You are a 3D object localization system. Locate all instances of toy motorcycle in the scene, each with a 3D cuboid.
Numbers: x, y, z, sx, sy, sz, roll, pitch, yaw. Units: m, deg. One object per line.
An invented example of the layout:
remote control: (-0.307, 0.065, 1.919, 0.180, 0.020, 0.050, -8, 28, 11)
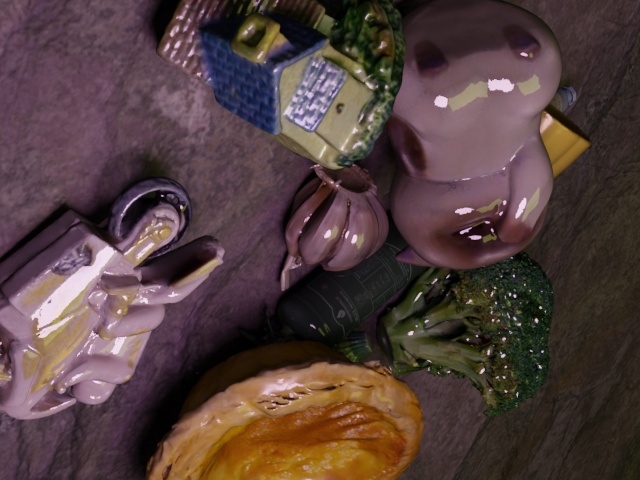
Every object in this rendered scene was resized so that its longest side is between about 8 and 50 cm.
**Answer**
toy motorcycle: (-0.255, 0.083, 1.180, 0.341, 0.108, 0.223, -39, 134, -11)

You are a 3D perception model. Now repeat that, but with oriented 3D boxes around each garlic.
garlic: (0.000, 0.000, 1.415, 0.194, 0.127, 0.131, -49, 153, 23)

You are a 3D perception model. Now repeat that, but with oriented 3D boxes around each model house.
model house: (-0.041, -0.200, 1.106, 0.189, 0.214, 0.195, 17, 107, -53)

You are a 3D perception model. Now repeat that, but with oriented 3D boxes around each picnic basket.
picnic basket: (0.037, 0.161, 1.636, 0.083, 0.083, 0.065, -19, 156, 15)

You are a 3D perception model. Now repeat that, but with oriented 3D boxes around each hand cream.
hand cream: (0.323, -0.198, 1.685, 0.171, 0.043, 0.065, -25, 129, -29)

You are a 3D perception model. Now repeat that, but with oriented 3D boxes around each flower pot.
flower pot: (0.247, -0.134, 1.540, 0.179, 0.195, 0.195, -51, 147, 17)

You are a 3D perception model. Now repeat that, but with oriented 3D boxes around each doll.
doll: (0.176, -0.124, 1.327, 0.215, 0.226, 0.370, -20, 118, -14)

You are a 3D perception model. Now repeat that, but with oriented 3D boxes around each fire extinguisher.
fire extinguisher: (0.029, 0.068, 1.521, 0.311, 0.095, 0.114, -39, 114, -22)

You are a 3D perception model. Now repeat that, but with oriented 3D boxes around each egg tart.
egg tart: (-0.054, 0.255, 1.455, 0.388, 0.169, 0.388, -13, 142, -10)

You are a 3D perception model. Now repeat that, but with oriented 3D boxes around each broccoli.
broccoli: (0.232, 0.130, 1.692, 0.275, 0.308, 0.308, -18, 136, -7)

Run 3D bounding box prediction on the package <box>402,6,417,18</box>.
package: (0.115, -0.287, 1.387, 0.037, 0.015, 0.110, -32, 141, -37)
